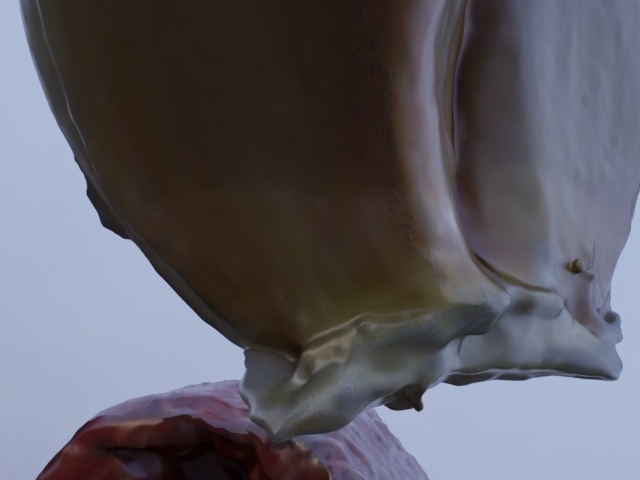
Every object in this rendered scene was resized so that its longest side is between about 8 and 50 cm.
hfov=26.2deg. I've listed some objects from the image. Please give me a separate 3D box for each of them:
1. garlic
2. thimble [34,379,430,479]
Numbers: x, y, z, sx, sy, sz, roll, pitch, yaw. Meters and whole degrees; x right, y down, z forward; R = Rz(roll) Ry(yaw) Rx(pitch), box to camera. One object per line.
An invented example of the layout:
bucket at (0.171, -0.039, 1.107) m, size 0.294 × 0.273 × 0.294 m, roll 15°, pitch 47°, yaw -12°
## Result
garlic at (0.031, -0.096, 0.516) m, size 0.249 × 0.286 × 0.313 m, roll 176°, pitch -89°, yaw -70°
thimble at (-0.058, 0.275, 0.998) m, size 0.350 × 0.350 × 0.230 m, roll 31°, pitch 6°, yaw 14°
